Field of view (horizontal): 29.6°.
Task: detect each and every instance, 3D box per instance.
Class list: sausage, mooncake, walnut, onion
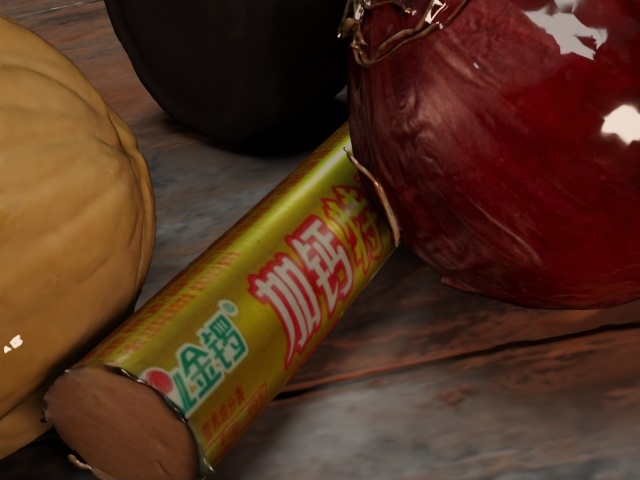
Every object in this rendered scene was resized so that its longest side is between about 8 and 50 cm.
[{"bbox_3d":[0.000,0.000,0.625,0.082,0.082,0.371,1,27,28],"label":"sausage"},{"bbox_3d":[-0.067,-0.191,0.881,0.133,0.245,0.245,-27,28,-35],"label":"mooncake"},{"bbox_3d":[-0.206,0.003,0.555,0.261,0.225,0.225,-19,25,-2],"label":"walnut"},{"bbox_3d":[0.117,-0.104,0.567,0.281,0.281,0.221,-26,-6,-27],"label":"onion"}]
